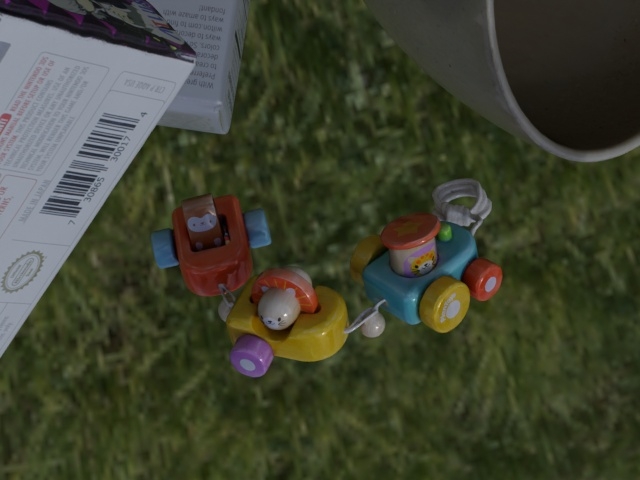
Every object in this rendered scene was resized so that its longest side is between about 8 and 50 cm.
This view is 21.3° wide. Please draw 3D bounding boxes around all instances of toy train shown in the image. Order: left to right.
[{"bbox_3d":[0.000,0.000,0.795,0.166,0.125,0.046,-10,132,4],"label":"toy train"}]

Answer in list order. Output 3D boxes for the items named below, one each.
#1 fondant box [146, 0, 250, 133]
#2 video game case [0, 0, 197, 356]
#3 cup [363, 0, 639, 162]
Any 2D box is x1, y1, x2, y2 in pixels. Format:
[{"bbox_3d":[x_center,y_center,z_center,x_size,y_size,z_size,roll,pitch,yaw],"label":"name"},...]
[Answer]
[{"bbox_3d":[-0.164,-0.262,1.281,0.238,0.330,0.096,8,169,1],"label":"fondant box"},{"bbox_3d":[-0.175,0.008,0.500,0.210,0.042,0.232,9,123,-50],"label":"video game case"},{"bbox_3d":[0.148,-0.249,1.304,0.331,0.237,0.331,-21,121,-40],"label":"cup"}]
